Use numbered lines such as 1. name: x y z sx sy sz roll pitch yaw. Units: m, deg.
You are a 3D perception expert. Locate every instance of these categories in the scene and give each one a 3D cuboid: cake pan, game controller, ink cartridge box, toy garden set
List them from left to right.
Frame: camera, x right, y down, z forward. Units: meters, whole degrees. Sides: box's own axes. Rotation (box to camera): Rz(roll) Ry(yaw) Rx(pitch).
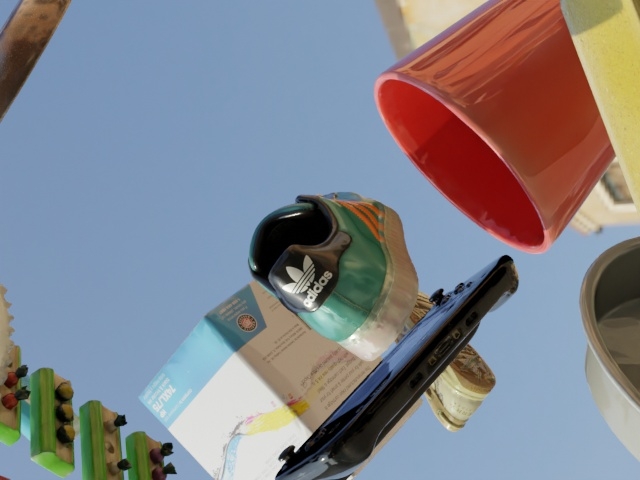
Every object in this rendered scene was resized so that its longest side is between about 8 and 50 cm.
1. toy garden set: -0.212 0.210 1.091 0.244 0.049 0.203 43 -161 -37
2. ink cartridge box: -0.050 0.208 1.541 0.270 0.197 0.198 46 -143 7
3. game controller: 0.080 0.129 1.168 0.067 0.166 0.319 42 -126 8
4. cake pan: 0.310 0.100 0.803 0.293 0.293 0.054 -33 -35 -48

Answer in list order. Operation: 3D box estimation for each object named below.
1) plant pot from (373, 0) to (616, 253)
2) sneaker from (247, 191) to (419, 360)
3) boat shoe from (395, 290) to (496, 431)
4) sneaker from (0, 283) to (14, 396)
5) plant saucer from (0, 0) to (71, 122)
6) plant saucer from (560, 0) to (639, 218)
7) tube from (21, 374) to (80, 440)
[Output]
1. plant pot: 0.237 -0.162 1.325 0.243 0.275 0.275 -44 -55 -9
2. sneaker: 0.000 0.000 1.034 0.121 0.302 0.108 33 -82 -14
3. boat shoe: 0.145 0.151 1.654 0.105 0.285 0.089 17 -69 -25
4. sneaker: -0.295 0.104 0.752 0.146 0.102 0.293 36 -141 -37
5. plant saucer: -0.380 -0.175 1.358 0.050 0.311 0.310 31 -119 -18
6. plant saucer: 0.327 -0.150 1.072 0.333 0.081 0.332 -39 -71 -53
7. tube: -0.346 0.153 1.279 0.052 0.207 0.080 -57 -24 3
